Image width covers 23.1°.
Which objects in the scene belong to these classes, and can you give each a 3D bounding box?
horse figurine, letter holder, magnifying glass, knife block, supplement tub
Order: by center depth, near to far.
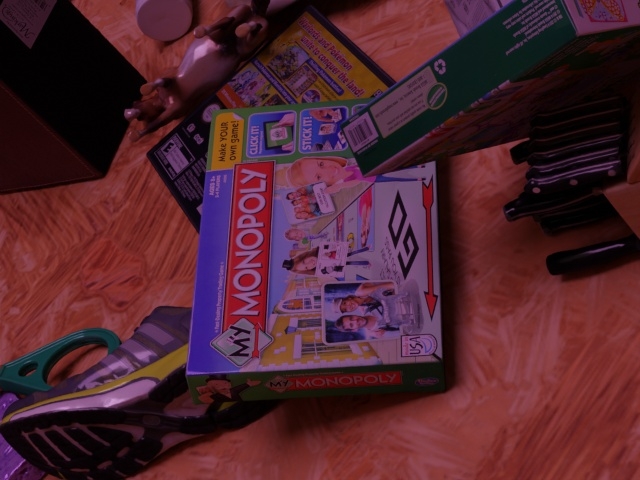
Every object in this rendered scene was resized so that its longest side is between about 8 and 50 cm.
[{"bbox_3d":[0.290,-0.043,1.219,0.275,0.242,0.088,13,54,-3],"label":"knife block"},{"bbox_3d":[-0.303,0.137,1.593,0.231,0.026,0.092,-10,36,20],"label":"magnifying glass"},{"bbox_3d":[-0.128,-0.200,1.717,0.263,0.066,0.174,-44,1,17],"label":"horse figurine"},{"bbox_3d":[-0.393,-0.207,1.819,0.214,0.302,0.152,-9,49,38],"label":"letter holder"},{"bbox_3d":[-0.192,-0.302,1.918,0.071,0.071,0.107,-30,38,18],"label":"supplement tub"}]

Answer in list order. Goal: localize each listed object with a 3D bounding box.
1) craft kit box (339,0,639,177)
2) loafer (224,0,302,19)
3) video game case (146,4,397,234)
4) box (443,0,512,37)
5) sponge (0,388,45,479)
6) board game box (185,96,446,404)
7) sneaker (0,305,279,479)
[{"bbox_3d":[0.181,-0.140,1.237,0.246,0.061,0.250,-19,-9,-42],"label":"craft kit box"},{"bbox_3d":[-0.008,-0.319,1.723,0.268,0.092,0.102,-21,19,29],"label":"loafer"},{"bbox_3d":[-0.045,-0.108,1.620,0.248,0.035,0.275,-42,36,2],"label":"video game case"},{"bbox_3d":[0.254,-0.241,1.279,0.290,0.169,0.087,-23,81,-6],"label":"box"},{"bbox_3d":[-0.346,0.205,1.598,0.117,0.031,0.210,-47,35,-6],"label":"sponge"},{"bbox_3d":[0.000,0.000,1.382,0.213,0.046,0.317,-4,48,5],"label":"board game box"},{"bbox_3d":[-0.163,0.133,1.452,0.300,0.111,0.121,-19,36,18],"label":"sneaker"}]
